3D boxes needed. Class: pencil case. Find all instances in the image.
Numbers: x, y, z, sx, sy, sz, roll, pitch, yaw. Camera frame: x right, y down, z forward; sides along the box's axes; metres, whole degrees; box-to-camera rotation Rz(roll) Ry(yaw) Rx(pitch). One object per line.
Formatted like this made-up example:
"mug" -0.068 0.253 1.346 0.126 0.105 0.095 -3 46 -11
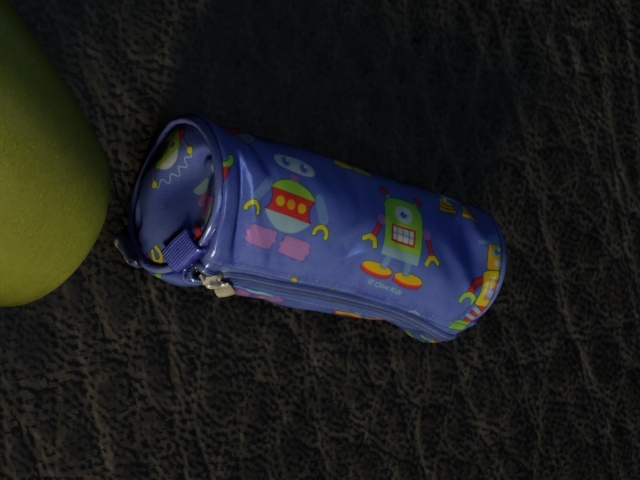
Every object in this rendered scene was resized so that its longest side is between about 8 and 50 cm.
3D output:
"pencil case" 0.000 0.000 1.421 0.306 0.119 0.133 15 57 -36

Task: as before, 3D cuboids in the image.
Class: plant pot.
"plant pot" -0.271 -0.073 1.155 0.293 0.274 0.275 34 75 -49
